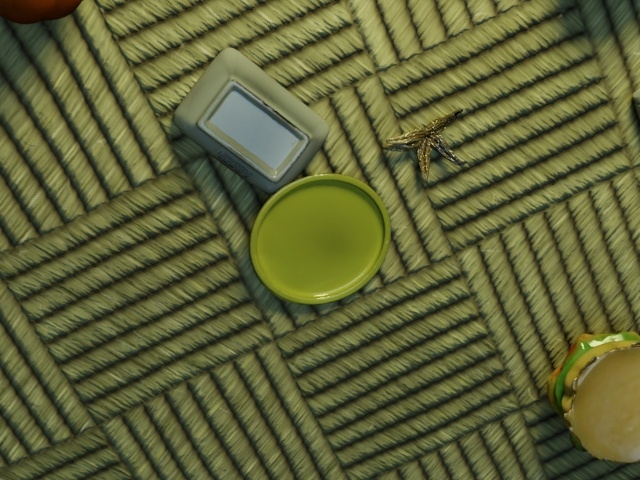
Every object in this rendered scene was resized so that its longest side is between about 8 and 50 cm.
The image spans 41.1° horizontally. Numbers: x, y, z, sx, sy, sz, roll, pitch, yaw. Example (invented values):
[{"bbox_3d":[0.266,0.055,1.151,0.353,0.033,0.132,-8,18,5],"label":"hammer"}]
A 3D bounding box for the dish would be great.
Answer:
[{"bbox_3d":[-0.102,-0.170,1.289,0.212,0.077,0.151,37,99,-17],"label":"dish"}]

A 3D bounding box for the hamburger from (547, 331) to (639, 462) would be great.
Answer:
[{"bbox_3d":[0.504,0.265,1.475,0.237,0.149,0.237,-1,99,-5],"label":"hamburger"}]

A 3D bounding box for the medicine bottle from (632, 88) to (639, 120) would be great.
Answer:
[{"bbox_3d":[0.545,-0.203,1.377,0.058,0.058,0.091,-26,109,1],"label":"medicine bottle"}]

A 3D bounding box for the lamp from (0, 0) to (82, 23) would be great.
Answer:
[{"bbox_3d":[-0.393,-0.393,1.116,0.223,0.197,0.223,9,73,-32],"label":"lamp"}]

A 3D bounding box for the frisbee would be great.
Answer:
[{"bbox_3d":[0.000,0.000,1.368,0.236,0.017,0.235,-6,117,-12],"label":"frisbee"}]

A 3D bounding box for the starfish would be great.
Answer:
[{"bbox_3d":[0.179,-0.163,1.348,0.133,0.041,0.130,32,109,-22],"label":"starfish"}]
